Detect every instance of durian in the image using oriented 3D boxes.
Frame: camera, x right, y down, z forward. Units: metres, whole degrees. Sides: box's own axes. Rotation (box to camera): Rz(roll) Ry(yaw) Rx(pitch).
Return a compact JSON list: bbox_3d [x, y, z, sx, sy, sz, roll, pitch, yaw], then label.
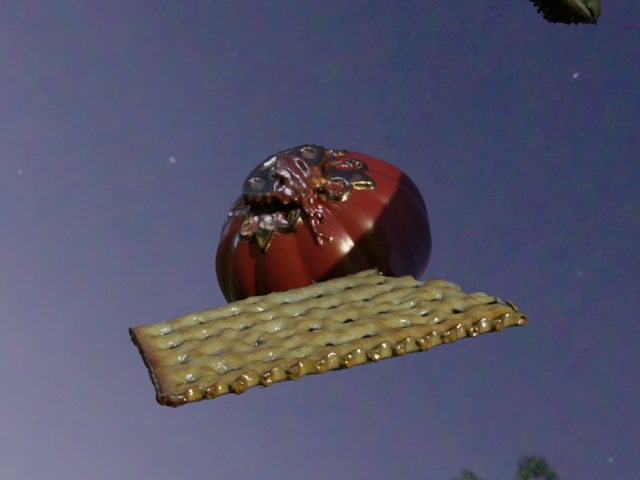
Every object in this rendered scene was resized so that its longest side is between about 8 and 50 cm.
[{"bbox_3d":[0.263,-0.284,1.105,0.052,0.066,0.130,79,-10,-73],"label":"durian"}]

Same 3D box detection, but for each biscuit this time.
[{"bbox_3d":[-0.005,0.048,0.575,0.144,0.203,0.016,-150,-130,-68],"label":"biscuit"}]

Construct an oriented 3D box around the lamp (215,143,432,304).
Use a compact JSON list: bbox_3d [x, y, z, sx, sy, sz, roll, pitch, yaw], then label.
[{"bbox_3d":[0.000,0.000,1.006,0.227,0.227,0.226,28,-41,28],"label":"lamp"}]
